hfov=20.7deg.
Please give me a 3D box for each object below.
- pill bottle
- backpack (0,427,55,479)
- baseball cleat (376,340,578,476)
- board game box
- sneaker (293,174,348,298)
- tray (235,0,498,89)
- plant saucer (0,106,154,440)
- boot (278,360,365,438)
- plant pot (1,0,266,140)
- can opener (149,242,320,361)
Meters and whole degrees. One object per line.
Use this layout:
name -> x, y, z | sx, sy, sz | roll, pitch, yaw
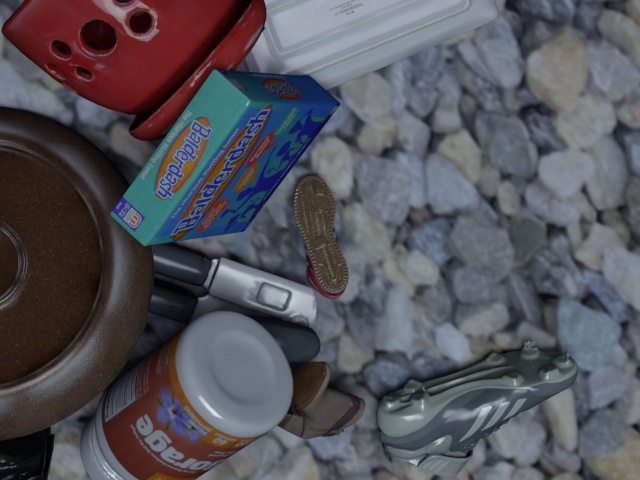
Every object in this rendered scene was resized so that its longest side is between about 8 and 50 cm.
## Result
pill bottle -> -0.131, 0.159, 1.612 | 0.121, 0.121, 0.216 | 38, 135, -15
backpack -> -0.324, 0.244, 1.648 | 0.115, 0.152, 0.182 | 21, 110, -6
baseball cleat -> 0.158, 0.171, 1.741 | 0.205, 0.072, 0.109 | -12, 118, -1
board game box -> -0.080, -0.075, 1.554 | 0.047, 0.210, 0.160 | 42, 108, 14
sneaker -> 0.000, 0.000, 1.686 | 0.042, 0.067, 0.118 | -12, 75, -3
tray -> 0.024, -0.223, 1.638 | 0.270, 0.030, 0.145 | -22, 104, -3
plant saucer -> -0.306, 0.024, 1.573 | 0.310, 0.050, 0.311 | 1, 80, -4
boot -> 0.006, 0.155, 1.694 | 0.087, 0.042, 0.118 | 11, 144, -31
plant pot -> -0.154, -0.196, 1.529 | 0.174, 0.191, 0.191 | 42, 94, -11
can opener -> -0.131, 0.045, 1.643 | 0.283, 0.095, 0.076 | 19, 99, -14
